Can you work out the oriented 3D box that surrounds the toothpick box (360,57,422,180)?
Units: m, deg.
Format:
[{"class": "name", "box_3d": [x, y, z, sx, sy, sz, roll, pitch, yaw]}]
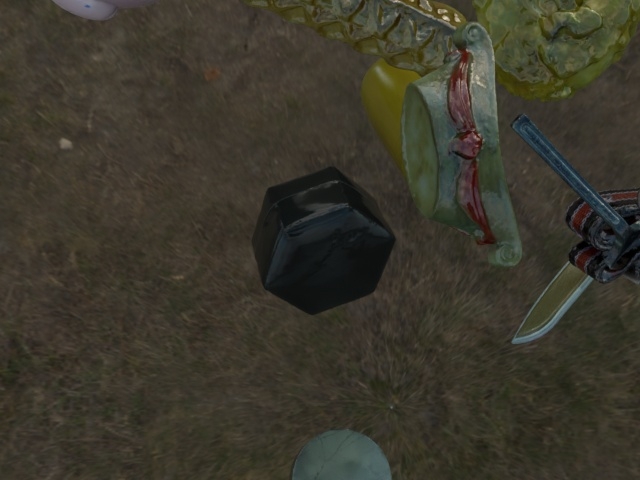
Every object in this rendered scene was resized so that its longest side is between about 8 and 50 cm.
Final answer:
[{"class": "toothpick box", "box_3d": [0.177, -0.220, 1.755, 0.175, 0.175, 0.271, -29, 43, -1]}]

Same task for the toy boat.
[{"class": "toy boat", "box_3d": [0.103, -0.068, 0.728, 0.071, 0.089, 0.185, -8, 90, -22]}]

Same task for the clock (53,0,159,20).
[{"class": "clock", "box_3d": [-0.348, -0.533, 1.506, 0.250, 0.376, 0.369, 22, 96, 44]}]

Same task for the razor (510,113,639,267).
[{"class": "razor", "box_3d": [0.257, -0.056, 0.982, 0.190, 0.033, 0.066, 43, 88, -17]}]

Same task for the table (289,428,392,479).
[{"class": "table", "box_3d": [0.025, 0.319, 1.311, 0.133, 0.043, 0.134, 3, 72, -9]}]

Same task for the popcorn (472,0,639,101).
[{"class": "popcorn", "box_3d": [0.342, -0.327, 1.433, 0.233, 0.192, 0.266, 25, 93, 27]}]

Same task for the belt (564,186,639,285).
[{"class": "belt", "box_3d": [0.504, -0.061, 1.360, 0.359, 0.094, 0.126, -29, 114, -6]}]

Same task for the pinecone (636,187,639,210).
[{"class": "pinecone", "box_3d": [0.280, -0.030, 0.581, 0.179, 0.204, 0.184, -28, 97, 33]}]

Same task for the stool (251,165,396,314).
[{"class": "stool", "box_3d": [0.000, 0.000, 1.659, 0.232, 0.232, 0.141, -23, 42, 0]}]

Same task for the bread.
[{"class": "bread", "box_3d": [-0.003, -0.251, 0.990, 0.367, 0.077, 0.084, 18, 92, -22]}]

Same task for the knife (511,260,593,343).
[{"class": "knife", "box_3d": [0.436, 0.050, 1.649, 0.343, 0.027, 0.061, -47, 39, -12]}]
